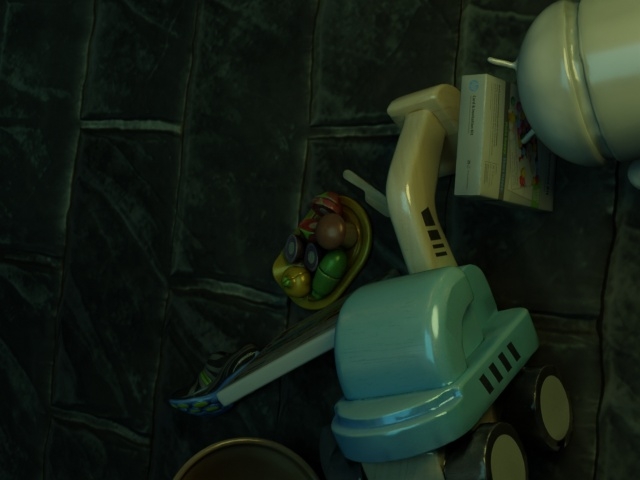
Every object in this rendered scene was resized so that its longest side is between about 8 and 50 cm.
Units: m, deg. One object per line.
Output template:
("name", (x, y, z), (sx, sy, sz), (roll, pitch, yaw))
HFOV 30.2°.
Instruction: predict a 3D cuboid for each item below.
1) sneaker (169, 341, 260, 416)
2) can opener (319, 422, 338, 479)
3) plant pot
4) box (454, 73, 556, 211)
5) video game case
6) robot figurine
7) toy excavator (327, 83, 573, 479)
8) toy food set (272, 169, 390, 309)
("sneaker", (-0.153, 0.211, 1.795), (0.188, 0.067, 0.078), (-33, 45, 32))
("can opener", (0.033, 0.390, 1.602), (0.076, 0.095, 0.283), (-15, 73, 36))
("plant pot", (-0.109, 0.402, 1.671), (0.110, 0.237, 0.237), (123, 137, -69))
("box", (0.231, -0.115, 1.452), (0.038, 0.186, 0.145), (2, 86, 37))
("video game case", (-0.012, 0.130, 1.607), (0.227, 0.206, 0.026), (-32, 94, 31))
("robot figurine", (0.373, -0.197, 1.326), (0.354, 0.200, 0.299), (-12, 113, 26))
("toy excavator", (0.138, 0.065, 1.459), (0.222, 0.433, 0.445), (-12, 106, 36))
("toy food set", (0.000, 0.000, 1.688), (0.128, 0.071, 0.218), (47, 112, 31))
